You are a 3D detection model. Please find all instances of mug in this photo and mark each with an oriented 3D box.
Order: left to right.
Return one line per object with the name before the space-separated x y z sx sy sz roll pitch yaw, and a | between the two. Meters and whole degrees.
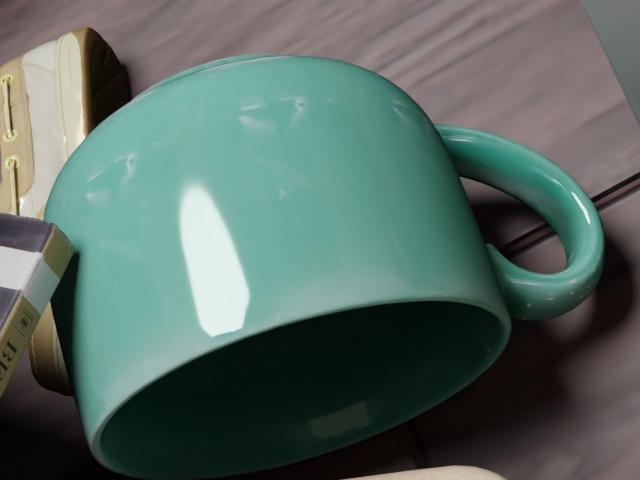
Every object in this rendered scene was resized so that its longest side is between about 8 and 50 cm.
mug | -0.008 0.004 0.547 0.129 0.158 0.097 -39 60 39

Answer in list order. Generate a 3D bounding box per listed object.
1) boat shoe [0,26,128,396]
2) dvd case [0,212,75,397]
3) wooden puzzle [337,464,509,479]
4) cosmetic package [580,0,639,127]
boat shoe | -0.092 -0.007 0.612 0.045 0.050 0.135 -11 62 18
dvd case | -0.180 0.079 0.486 0.164 0.018 0.221 9 63 30
wooden puzzle | -0.091 0.241 0.477 0.348 0.080 0.322 -9 83 8
cosmetic package | 0.178 -0.215 0.453 0.097 0.284 0.377 23 82 22
